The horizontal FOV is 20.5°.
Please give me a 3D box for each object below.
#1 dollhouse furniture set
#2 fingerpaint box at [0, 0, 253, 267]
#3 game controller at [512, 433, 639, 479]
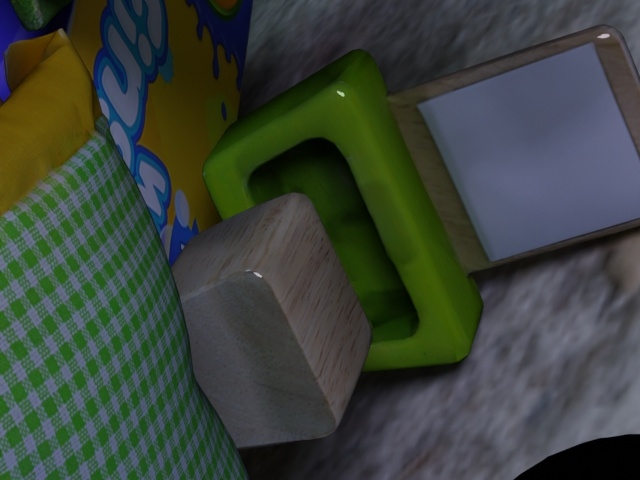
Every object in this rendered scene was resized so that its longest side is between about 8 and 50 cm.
[{"bbox_3d":[0.000,0.000,0.386,0.151,0.197,0.301,-18,21,22],"label":"dollhouse furniture set"},{"bbox_3d":[-0.168,-0.088,0.475,0.163,0.371,0.444,-12,46,19],"label":"fingerpaint box"},{"bbox_3d":[0.106,0.117,0.301,0.319,0.067,0.166,7,59,54],"label":"game controller"}]
